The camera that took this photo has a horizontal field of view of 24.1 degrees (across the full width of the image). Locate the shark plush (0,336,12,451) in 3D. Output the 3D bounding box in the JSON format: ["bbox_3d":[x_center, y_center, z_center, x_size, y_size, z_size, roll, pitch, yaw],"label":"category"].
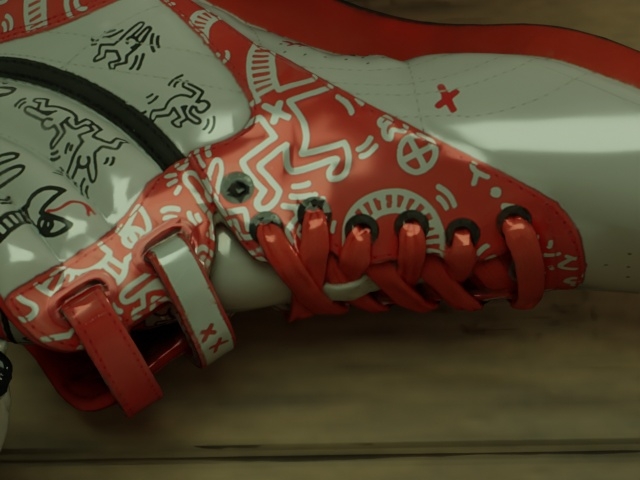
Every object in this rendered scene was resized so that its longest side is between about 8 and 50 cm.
[{"bbox_3d":[-0.116,0.051,0.386,0.067,0.161,0.073,8,74,-24],"label":"shark plush"}]

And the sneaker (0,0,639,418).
[{"bbox_3d":[0.000,0.000,0.439,0.270,0.090,0.145,22,65,20],"label":"sneaker"}]
